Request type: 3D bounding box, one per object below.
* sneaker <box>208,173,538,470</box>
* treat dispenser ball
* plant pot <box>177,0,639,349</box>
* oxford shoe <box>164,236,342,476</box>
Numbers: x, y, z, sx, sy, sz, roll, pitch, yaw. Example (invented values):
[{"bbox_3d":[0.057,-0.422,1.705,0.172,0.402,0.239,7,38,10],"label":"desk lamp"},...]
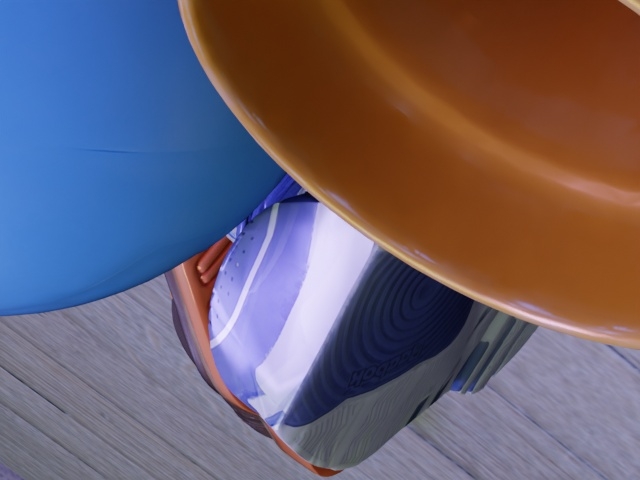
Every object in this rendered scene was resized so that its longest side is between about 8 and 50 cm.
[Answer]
[{"bbox_3d":[0.001,0.000,0.824,0.182,0.127,0.315,35,-165,18],"label":"sneaker"},{"bbox_3d":[-0.126,-0.115,0.641,0.288,0.288,0.288,27,158,12],"label":"treat dispenser ball"},{"bbox_3d":[0.090,-0.100,0.516,0.205,0.188,0.205,27,157,13],"label":"plant pot"},{"bbox_3d":[-0.058,0.043,1.105,0.132,0.130,0.364,28,158,27],"label":"oxford shoe"}]
